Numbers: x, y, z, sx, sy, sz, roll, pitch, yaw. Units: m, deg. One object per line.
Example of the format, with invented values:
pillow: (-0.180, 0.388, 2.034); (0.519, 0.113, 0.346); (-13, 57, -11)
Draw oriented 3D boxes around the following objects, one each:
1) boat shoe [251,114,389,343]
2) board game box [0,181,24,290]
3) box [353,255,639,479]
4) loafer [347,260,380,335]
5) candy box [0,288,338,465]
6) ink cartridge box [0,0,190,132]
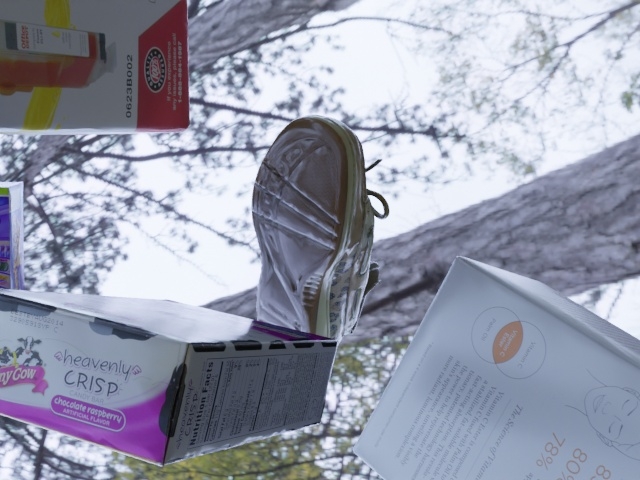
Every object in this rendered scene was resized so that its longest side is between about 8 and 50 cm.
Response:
boat shoe: (0.000, 0.000, 0.815); (0.089, 0.285, 0.105); (-31, -123, -35)
board game box: (-0.534, 0.046, 1.054); (0.347, 0.078, 0.233); (0, -82, -6)
box: (0.234, 0.193, 0.762); (0.168, 0.345, 0.215); (16, -75, -49)
loafer: (0.019, 0.111, 1.423); (0.251, 0.094, 0.087); (-36, -74, -45)
candy box: (-0.104, 0.083, 0.596); (0.233, 0.159, 0.071); (17, -95, -67)
ink cartridge box: (-0.287, -0.231, 0.784); (0.385, 0.161, 0.279); (-14, -73, -63)
